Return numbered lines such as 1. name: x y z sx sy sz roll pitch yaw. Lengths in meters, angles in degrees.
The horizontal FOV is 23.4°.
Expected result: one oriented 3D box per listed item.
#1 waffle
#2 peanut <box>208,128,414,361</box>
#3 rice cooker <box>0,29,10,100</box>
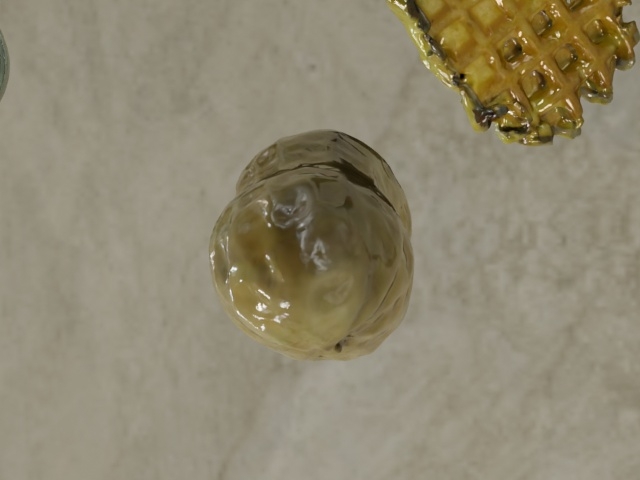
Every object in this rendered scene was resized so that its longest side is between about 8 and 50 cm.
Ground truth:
1. waffle: 0.183 -0.219 1.416 0.060 0.281 0.262 18 103 64
2. peanut: 0.000 0.000 0.786 0.229 0.098 0.103 -70 -13 -75
3. rice cooker: -0.283 -0.136 0.907 0.206 0.145 0.127 50 178 10
